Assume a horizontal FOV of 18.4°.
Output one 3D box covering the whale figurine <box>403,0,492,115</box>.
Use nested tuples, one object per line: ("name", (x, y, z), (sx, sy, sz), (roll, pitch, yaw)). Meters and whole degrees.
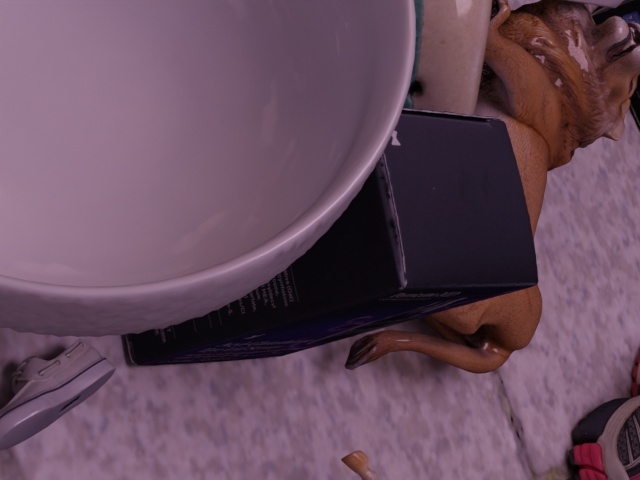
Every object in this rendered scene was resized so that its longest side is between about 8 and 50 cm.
("whale figurine", (0.029, -0.168, 1.307), (0.272, 0.141, 0.216), (-97, -169, -54))

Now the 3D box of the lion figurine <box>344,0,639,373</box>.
("lion figurine", (0.126, -0.035, 1.456), (0.240, 0.142, 0.392), (47, 56, -48))

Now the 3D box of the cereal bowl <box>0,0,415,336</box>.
("cereal bowl", (-0.128, -0.098, 1.038), (0.339, 0.141, 0.339), (5, 65, -10))

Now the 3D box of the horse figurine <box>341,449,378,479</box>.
("horse figurine", (-0.005, 0.235, 1.202), (0.263, 0.066, 0.174), (-19, 85, -52))

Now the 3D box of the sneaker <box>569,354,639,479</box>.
("sneaker", (0.317, 0.147, 1.630), (0.299, 0.112, 0.121), (-39, 108, -53))

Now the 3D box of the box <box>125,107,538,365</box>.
("box", (0.000, 0.000, 1.182), (0.153, 0.207, 0.108), (0, 76, -53))

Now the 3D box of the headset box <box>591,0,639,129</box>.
("headset box", (0.403, -0.174, 1.863), (0.246, 0.131, 0.283), (63, 37, -13))

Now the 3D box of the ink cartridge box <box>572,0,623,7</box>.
("ink cartridge box", (0.134, -0.313, 1.481), (0.201, 0.117, 0.278), (-2, 51, -54))

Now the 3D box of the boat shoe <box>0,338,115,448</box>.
("boat shoe", (-0.156, 0.082, 1.095), (0.035, 0.035, 0.100), (45, 40, 9))
